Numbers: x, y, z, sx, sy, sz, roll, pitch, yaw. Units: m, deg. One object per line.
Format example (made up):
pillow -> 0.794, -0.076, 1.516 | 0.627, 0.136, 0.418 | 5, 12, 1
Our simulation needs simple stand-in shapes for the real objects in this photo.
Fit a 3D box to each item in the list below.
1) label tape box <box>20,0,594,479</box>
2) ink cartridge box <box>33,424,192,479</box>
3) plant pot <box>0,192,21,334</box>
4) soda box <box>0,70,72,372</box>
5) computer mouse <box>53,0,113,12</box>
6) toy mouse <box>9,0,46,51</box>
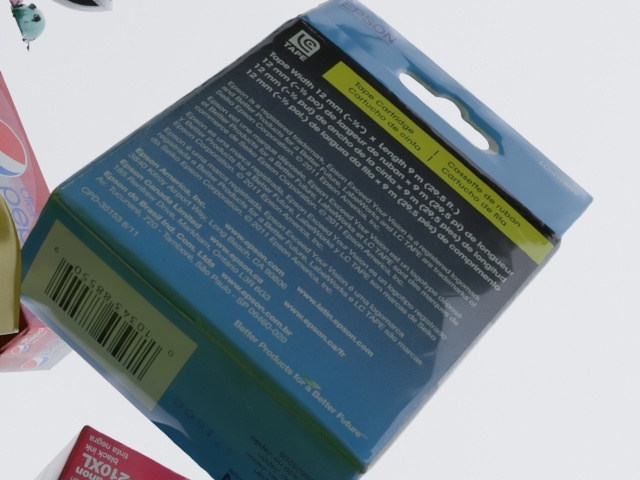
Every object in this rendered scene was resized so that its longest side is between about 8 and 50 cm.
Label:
label tape box -> 0.000, 0.000, 1.071 | 0.249, 0.348, 0.115 | 41, -48, 6
ink cartridge box -> -0.202, 0.278, 1.153 | 0.172, 0.100, 0.237 | -45, -162, 52
plant pot -> -0.221, 0.003, 0.927 | 0.081, 0.081, 0.083 | 31, -67, 42
soda box -> -0.282, -0.021, 1.342 | 0.083, 0.092, 0.263 | -37, -112, 29
computer mouse -> -0.278, -0.278, 1.527 | 0.042, 0.106, 0.193 | -43, -71, 9
toy mouse -> -0.319, -0.261, 1.696 | 0.031, 0.143, 0.161 | -22, -139, -7
